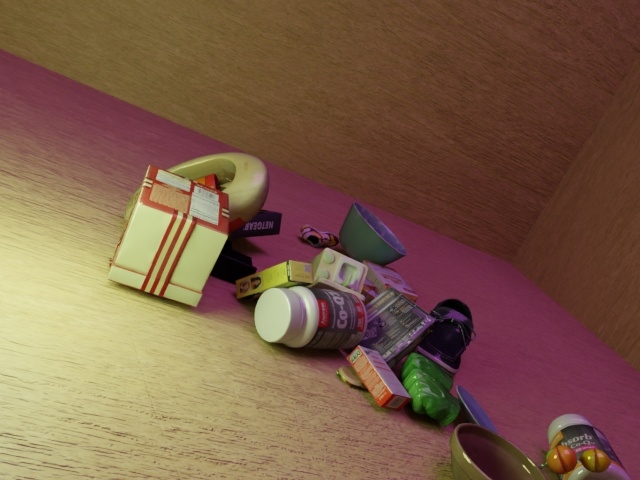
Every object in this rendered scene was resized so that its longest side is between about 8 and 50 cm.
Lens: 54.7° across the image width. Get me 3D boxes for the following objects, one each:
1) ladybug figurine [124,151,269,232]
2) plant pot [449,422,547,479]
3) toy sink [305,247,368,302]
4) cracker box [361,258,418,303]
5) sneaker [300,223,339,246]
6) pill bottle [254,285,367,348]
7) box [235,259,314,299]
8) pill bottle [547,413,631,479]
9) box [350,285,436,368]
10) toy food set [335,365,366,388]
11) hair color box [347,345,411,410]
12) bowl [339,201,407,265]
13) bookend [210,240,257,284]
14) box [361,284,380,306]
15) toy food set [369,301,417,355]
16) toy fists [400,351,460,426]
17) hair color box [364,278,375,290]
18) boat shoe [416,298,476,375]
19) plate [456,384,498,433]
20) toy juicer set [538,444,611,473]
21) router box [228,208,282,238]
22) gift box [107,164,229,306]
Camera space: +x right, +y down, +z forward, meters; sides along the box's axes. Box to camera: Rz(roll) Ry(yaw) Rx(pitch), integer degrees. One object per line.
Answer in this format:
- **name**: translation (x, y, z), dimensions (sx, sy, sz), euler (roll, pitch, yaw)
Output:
- **ladybug figurine**: translation (-0.354, -0.109, 1.818), dimensions (0.305, 0.448, 0.162), euler (-95, 169, -45)
- **plant pot**: translation (0.377, 0.526, 1.372), dimensions (0.237, 0.110, 0.237), euler (25, 16, -8)
- **toy sink**: translation (0.045, 0.119, 1.879), dimensions (0.152, 0.131, 0.234), euler (24, -22, -11)
- **cracker box**: translation (0.259, 0.169, 2.407), dimensions (0.155, 0.067, 0.232), euler (19, 18, -27)
- **sneaker**: translation (0.000, 0.000, 2.542), dimensions (0.185, 0.070, 0.084), euler (18, 34, -28)
- **pill bottle**: translation (-0.022, 0.205, 1.638), dimensions (0.283, 0.161, 0.161), euler (12, 22, -45)
- **box**: translation (-0.128, 0.113, 1.682), dimensions (0.087, 0.232, 0.058), euler (11, 66, -42)
- **pill bottle**: translation (0.694, 0.582, 1.624), dimensions (0.162, 0.162, 0.278), euler (27, 15, -1)
- **box**: translation (0.190, 0.257, 1.786), dimensions (0.231, 0.056, 0.183), euler (-35, 53, -27)
- **toy food set**: translation (0.082, 0.353, 1.602), dimensions (0.083, 0.020, 0.082), euler (11, 22, -45)
- **hair color box**: translation (0.149, 0.353, 1.593), dimensions (0.093, 0.053, 0.167), euler (26, 21, -45)
- **bowl**: translation (0.196, 0.002, 2.582), dimensions (0.311, 0.163, 0.311), euler (41, 15, -13)
- **bookend**: translation (-0.280, 0.056, 1.855), dimensions (0.156, 0.072, 0.157), euler (23, 15, -18)
- **box**: translation (0.152, 0.214, 2.009), dimensions (0.179, 0.105, 0.043), euler (33, 23, 20)
- **toy food set**: translation (0.199, 0.278, 1.880), dimensions (0.071, 0.128, 0.218), euler (-18, 46, -36)
- **toy fists**: translation (0.284, 0.394, 1.677), dimensions (0.142, 0.096, 0.279), euler (40, 14, -3)
- **hair color box**: translation (0.128, 0.159, 2.263), dimensions (0.141, 0.043, 0.072), euler (15, 20, -41)
- **boat shoe**: translation (0.415, 0.307, 2.065), dimensions (0.186, 0.156, 0.500), euler (33, 17, 11)
- **plate**: translation (0.423, 0.477, 1.684), dimensions (0.188, 0.024, 0.188), euler (47, 13, -14)
- **toy juicer set**: translation (0.640, 0.603, 1.441), dimensions (0.328, 0.209, 0.089), euler (28, -24, -2)
- **router box**: translation (-0.309, -0.073, 2.072), dimensions (0.242, 0.081, 0.308), euler (13, 8, 25)
- **gift box**: translation (-0.367, -0.007, 1.556), dimensions (0.255, 0.258, 0.276), euler (23, 24, -15)
